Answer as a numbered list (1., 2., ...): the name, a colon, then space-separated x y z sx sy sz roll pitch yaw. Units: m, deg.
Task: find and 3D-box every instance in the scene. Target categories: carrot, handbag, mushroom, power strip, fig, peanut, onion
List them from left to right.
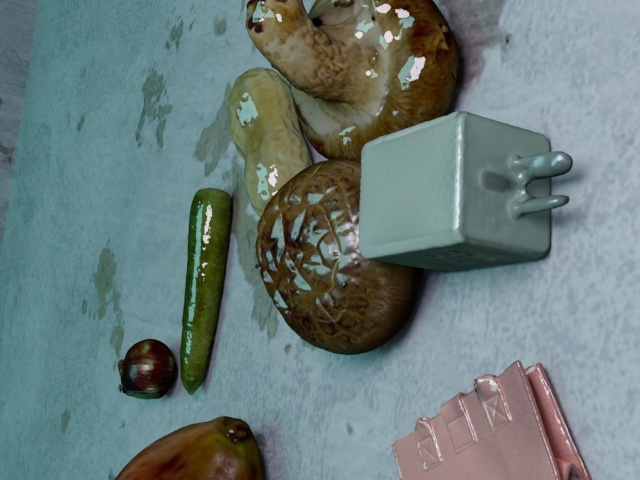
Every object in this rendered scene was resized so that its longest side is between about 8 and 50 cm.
1. onion: -0.319 0.235 1.608 0.117 0.118 0.119 -23 63 57
2. fig: -0.188 0.385 1.269 0.224 0.263 0.224 28 141 26
3. carrot: -0.205 0.087 1.511 0.074 0.074 0.359 3 86 57
4. peanut: -0.081 -0.141 1.341 0.125 0.111 0.274 -48 45 46
5. mushroom: 0.023 0.024 1.106 0.253 0.153 0.253 8 101 47
6. mushroom: 0.033 -0.214 1.123 0.267 0.254 0.267 177 90 -84
7. power strip: 0.159 -0.050 0.926 0.224 0.140 0.139 -13 70 55
8. handbag: 0.170 0.234 0.912 0.212 0.059 0.157 -46 48 39
